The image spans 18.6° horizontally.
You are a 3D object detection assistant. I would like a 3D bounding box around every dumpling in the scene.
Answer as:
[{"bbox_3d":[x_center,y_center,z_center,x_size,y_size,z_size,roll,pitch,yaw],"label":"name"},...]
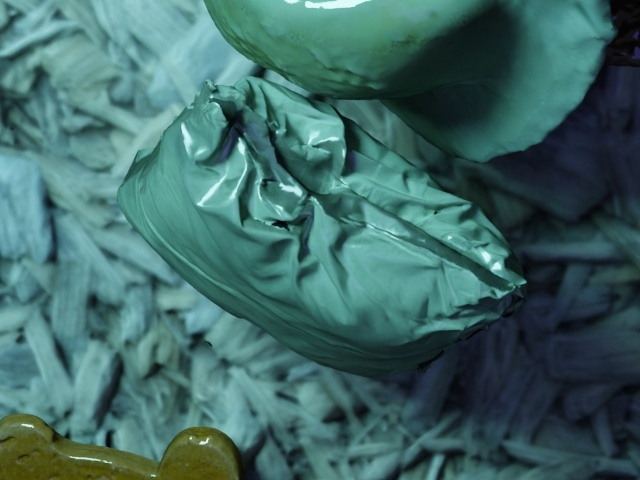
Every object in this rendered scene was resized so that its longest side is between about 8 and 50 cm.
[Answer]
[{"bbox_3d":[0.020,-0.184,1.323,0.212,0.320,0.270,-1,134,-27],"label":"dumpling"}]

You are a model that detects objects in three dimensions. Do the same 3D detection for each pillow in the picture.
[{"bbox_3d":[0.000,0.000,1.402,0.283,0.310,0.138,34,73,-7],"label":"pillow"}]

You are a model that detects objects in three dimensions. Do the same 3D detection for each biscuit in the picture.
[{"bbox_3d":[-0.117,0.244,1.620,0.324,0.049,0.205,5,111,11],"label":"biscuit"}]

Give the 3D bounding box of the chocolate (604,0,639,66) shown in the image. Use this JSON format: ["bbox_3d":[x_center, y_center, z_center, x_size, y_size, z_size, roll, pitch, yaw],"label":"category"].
[{"bbox_3d":[0.210,-0.265,1.344,0.112,0.112,0.321,10,110,-1],"label":"chocolate"}]
